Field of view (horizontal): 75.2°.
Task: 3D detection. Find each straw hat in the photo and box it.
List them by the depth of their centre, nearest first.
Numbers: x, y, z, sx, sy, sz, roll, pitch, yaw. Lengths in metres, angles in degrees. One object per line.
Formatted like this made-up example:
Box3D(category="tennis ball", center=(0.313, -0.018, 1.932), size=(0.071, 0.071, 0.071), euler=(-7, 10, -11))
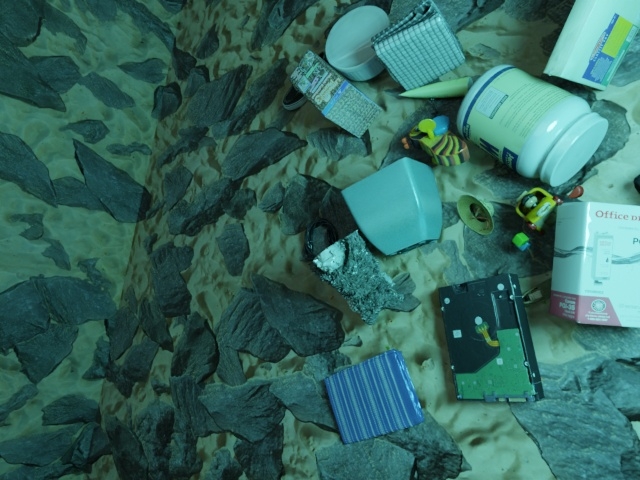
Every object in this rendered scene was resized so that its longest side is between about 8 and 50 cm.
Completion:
Box3D(category="straw hat", center=(0.496, -0.092, 1.282), size=(0.061, 0.144, 0.144), euler=(-31, 55, -15))

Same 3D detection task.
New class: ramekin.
Box3D(category="ramekin", center=(0.163, -0.752, 1.620), size=(0.273, 0.127, 0.272), euler=(-9, 71, 28))

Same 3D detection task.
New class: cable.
Box3D(category="cable", center=(0.000, 0.000, 1.662), size=(0.151, 0.047, 0.184), euler=(10, 86, 39))

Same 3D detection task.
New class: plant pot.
Box3D(category="plant pot", center=(0.261, -0.090, 1.363), size=(0.248, 0.247, 0.252), euler=(-26, 77, 31))

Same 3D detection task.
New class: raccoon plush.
Box3D(category="raccoon plush", center=(0.104, 0.153, 1.306), size=(0.216, 0.446, 0.299), euler=(-36, 86, 21))

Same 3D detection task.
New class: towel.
Box3D(category="towel", center=(0.326, -0.644, 1.390), size=(0.235, 0.284, 0.121), euler=(-18, 69, 33))
Box3D(category="towel", center=(0.175, 0.539, 1.430), size=(0.336, 0.040, 0.243), euler=(-33, 64, 31))

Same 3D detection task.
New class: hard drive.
Box3D(category="hard drive", center=(0.479, 0.282, 1.195), size=(0.237, 0.064, 0.338), euler=(-23, 66, 45))

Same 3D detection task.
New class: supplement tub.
Box3D(category="supplement tub", center=(0.576, -0.320, 1.160), size=(0.235, 0.235, 0.325), euler=(-53, 54, 17))

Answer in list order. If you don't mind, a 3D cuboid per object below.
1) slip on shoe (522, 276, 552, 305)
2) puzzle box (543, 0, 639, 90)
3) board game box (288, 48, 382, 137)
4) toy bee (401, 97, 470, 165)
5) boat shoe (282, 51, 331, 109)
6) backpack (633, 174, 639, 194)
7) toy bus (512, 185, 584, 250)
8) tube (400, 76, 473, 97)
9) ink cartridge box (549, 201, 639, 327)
Box3D(category="slip on shoe", center=(0.618, 0.141, 1.156), size=(0.135, 0.041, 0.051), euler=(-33, 62, 28))
Box3D(category="puzzle box", center=(0.719, -0.588, 1.004), size=(0.052, 0.272, 0.408), euler=(43, 127, 42))
Box3D(category="board game box", center=(0.056, -0.568, 1.617), size=(0.141, 0.232, 0.291), euler=(-50, 55, 20))
Box3D(category="toy bee", center=(0.362, -0.329, 1.376), size=(0.162, 0.195, 0.298), euler=(-28, 25, 14))
Box3D(category="boat shoe", center=(-0.071, -0.698, 1.822), size=(0.306, 0.105, 0.113), euler=(-29, 64, 30))
Box3D(category="backpack", center=(0.870, -0.144, 0.974), size=(0.182, 0.115, 0.152), euler=(-35, 59, 24))
Box3D(category="toy bus", center=(0.591, -0.089, 1.135), size=(0.191, 0.202, 0.104), euler=(-26, 55, -18))
Box3D(category="tube", center=(0.398, -0.520, 1.440), size=(0.240, 0.070, 0.062), euler=(6, 69, 36))
Box3D(category="ink cartridge box", center=(0.685, 0.054, 0.995), size=(0.207, 0.117, 0.282), euler=(5, 90, -2))
